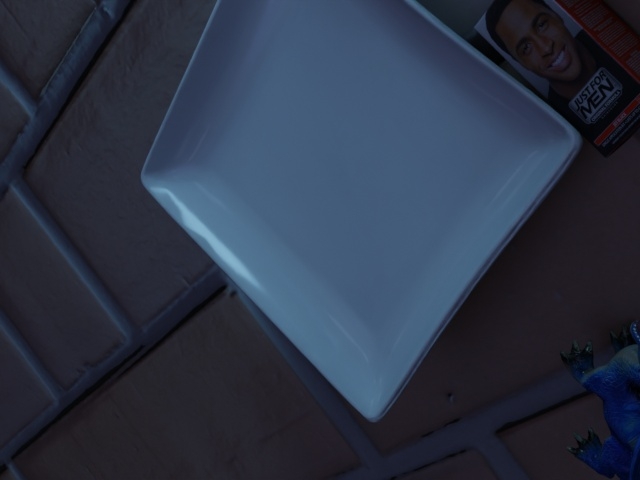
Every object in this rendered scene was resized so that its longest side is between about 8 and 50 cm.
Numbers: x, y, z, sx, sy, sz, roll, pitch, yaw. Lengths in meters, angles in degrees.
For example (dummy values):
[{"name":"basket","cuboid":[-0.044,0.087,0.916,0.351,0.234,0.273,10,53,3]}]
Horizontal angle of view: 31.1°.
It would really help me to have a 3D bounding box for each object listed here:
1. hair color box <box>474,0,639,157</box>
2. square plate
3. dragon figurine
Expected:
[{"name":"hair color box","cuboid":[0.188,-0.137,0.844,0.141,0.043,0.072,47,141,10]},{"name":"square plate","cuboid":[0.016,-0.071,1.001,0.347,0.049,0.344,45,127,19]},{"name":"dragon figurine","cuboid":[0.263,0.159,0.903,0.144,0.085,0.289,-133,32,-66]}]
